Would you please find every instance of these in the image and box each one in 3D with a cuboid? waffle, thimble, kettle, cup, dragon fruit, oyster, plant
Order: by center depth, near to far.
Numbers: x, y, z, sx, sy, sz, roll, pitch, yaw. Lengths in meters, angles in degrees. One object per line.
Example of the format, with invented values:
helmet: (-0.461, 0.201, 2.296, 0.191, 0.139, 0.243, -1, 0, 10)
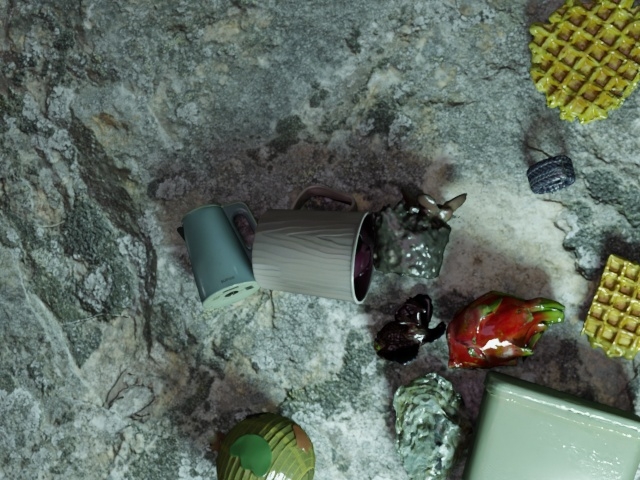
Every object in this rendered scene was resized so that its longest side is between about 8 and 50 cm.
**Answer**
waffle: (0.722, 0.169, 1.807, 0.219, 0.057, 0.229, 19, 91, 17)
dragon fruit: (0.421, 0.217, 1.844, 0.269, 0.198, 0.200, 2, 122, -9)
thimble: (0.541, -0.153, 1.874, 0.104, 0.095, 0.066, -31, 63, 47)
waffle: (0.649, -0.437, 1.885, 0.312, 0.060, 0.307, -21, 80, 15)
oyster: (0.264, 0.452, 1.886, 0.198, 0.112, 0.267, -21, 83, 13)
plant: (0.220, -0.020, 1.907, 0.204, 0.178, 0.234, 12, 94, 18)
cup: (-0.006, -0.001, 1.954, 0.273, 0.208, 0.288, 4, 87, 18)
kettle: (-0.241, 0.024, 2.061, 0.211, 0.160, 0.243, -20, 73, -5)

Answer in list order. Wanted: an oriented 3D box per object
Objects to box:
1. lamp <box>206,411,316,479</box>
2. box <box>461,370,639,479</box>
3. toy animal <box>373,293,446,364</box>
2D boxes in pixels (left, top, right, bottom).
lamp: (-0.152, 0.533, 1.936, 0.284, 0.250, 0.250, 18, 90, 25)
box: (0.498, 0.505, 1.766, 0.352, 0.177, 0.343, 15, 93, 8)
toy animal: (0.204, 0.233, 1.914, 0.116, 0.218, 0.179, 30, 138, -6)
